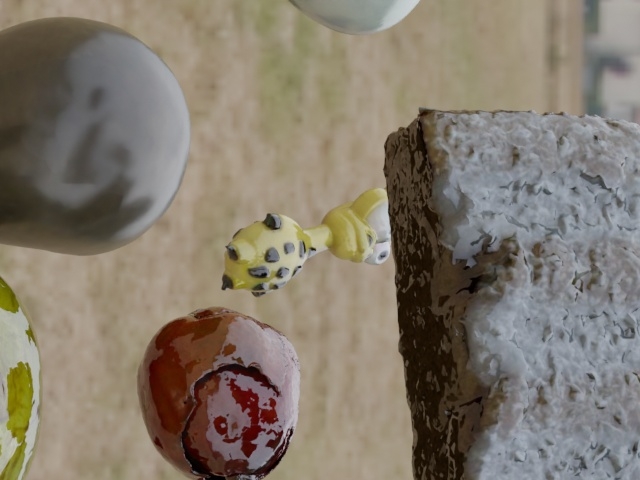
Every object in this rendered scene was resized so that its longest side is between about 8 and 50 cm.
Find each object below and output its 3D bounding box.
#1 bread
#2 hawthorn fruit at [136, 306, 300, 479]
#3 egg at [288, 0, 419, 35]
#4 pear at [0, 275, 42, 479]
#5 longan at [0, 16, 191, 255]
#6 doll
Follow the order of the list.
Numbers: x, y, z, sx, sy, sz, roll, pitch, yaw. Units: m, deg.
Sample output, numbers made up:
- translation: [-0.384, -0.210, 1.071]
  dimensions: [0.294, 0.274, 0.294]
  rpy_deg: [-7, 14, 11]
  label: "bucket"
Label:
- translation: [0.139, 0.128, 1.067]
  dimensions: [0.113, 0.165, 0.416]
  rpy_deg: [152, -65, -69]
  label: "bread"
- translation: [-0.085, 0.143, 1.503]
  dimensions: [0.148, 0.148, 0.172]
  rpy_deg: [67, 17, -70]
  label: "hawthorn fruit"
- translation: [0.015, -0.236, 1.141]
  dimensions: [0.151, 0.151, 0.209]
  rpy_deg: [-68, 147, -66]
  label: "egg"
- translation: [-0.350, 0.122, 1.393]
  dimensions: [0.283, 0.284, 0.283]
  rpy_deg: [2, 90, -81]
  label: "pear"
- translation: [-0.228, -0.086, 1.574]
  dimensions: [0.246, 0.246, 0.215]
  rpy_deg: [82, 1, -47]
  label: "longan"
- translation: [0.000, 0.001, 2.136]
  dimensions: [0.086, 0.291, 0.117]
  rpy_deg: [47, -43, 33]
  label: "doll"
